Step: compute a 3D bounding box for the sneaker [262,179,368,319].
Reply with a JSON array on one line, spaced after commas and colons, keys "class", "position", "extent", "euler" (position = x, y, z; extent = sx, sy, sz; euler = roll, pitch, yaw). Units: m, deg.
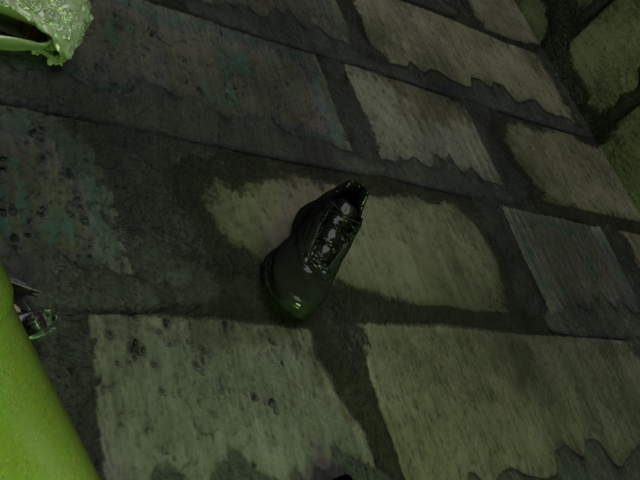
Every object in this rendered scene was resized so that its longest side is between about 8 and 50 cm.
[{"class": "sneaker", "position": [0.000, 0.000, 1.234], "extent": [0.109, 0.130, 0.286], "euler": [36, 40, -15]}]

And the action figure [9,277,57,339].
[{"class": "action figure", "position": [-0.374, 0.106, 0.831], "extent": [0.185, 0.099, 0.285], "euler": [9, 46, -25]}]

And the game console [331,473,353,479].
[{"class": "game console", "position": [0.025, 0.374, 1.015], "extent": [0.122, 0.071, 0.107], "euler": [60, 11, 17]}]

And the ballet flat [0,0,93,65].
[{"class": "ballet flat", "position": [-0.515, -0.352, 1.095], "extent": [0.409, 0.147, 0.147], "euler": [15, 47, -31]}]

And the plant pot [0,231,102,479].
[{"class": "plant pot", "position": [-0.302, 0.166, 0.608], "extent": [0.254, 0.276, 0.276], "euler": [62, 35, -16]}]
